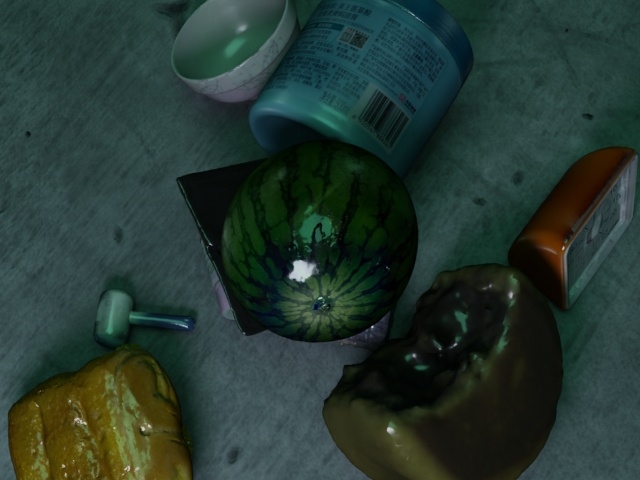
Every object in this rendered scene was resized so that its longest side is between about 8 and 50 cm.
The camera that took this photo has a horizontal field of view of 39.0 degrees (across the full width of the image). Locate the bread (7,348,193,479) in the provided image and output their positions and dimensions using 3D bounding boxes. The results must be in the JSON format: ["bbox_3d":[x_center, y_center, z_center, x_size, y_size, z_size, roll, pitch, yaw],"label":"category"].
[{"bbox_3d":[-0.394,0.381,1.574,0.337,0.148,0.328,-25,68,22],"label":"bread"}]

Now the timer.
[{"bbox_3d":[0.489,-0.037,1.709,0.161,0.250,0.257,36,74,15],"label":"timer"}]

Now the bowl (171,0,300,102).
[{"bbox_3d":[-0.157,-0.401,1.899,0.287,0.144,0.287,-18,50,23],"label":"bowl"}]

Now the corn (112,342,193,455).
[{"bbox_3d":[-0.318,0.312,1.685,0.091,0.091,0.260,-27,69,-10],"label":"corn"}]

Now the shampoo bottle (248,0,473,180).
[{"bbox_3d":[0.077,-0.287,1.778,0.331,0.331,0.343,28,72,12],"label":"shampoo bottle"}]

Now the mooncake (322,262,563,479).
[{"bbox_3d":[0.207,0.239,1.562,0.394,0.246,0.393,1,84,-29],"label":"mooncake"}]

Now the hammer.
[{"bbox_3d":[-0.340,0.158,1.761,0.194,0.069,0.116,5,68,-1],"label":"hammer"}]

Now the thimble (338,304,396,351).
[{"bbox_3d":[0.092,0.132,1.710,0.097,0.150,0.150,12,69,8],"label":"thimble"}]

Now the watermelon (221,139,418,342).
[{"bbox_3d":[0.000,0.000,1.523,0.363,0.363,0.363,-1,69,2],"label":"watermelon"}]

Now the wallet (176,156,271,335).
[{"bbox_3d":[-0.109,0.001,1.700,0.247,0.041,0.323,-16,79,-39],"label":"wallet"}]

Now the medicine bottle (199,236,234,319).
[{"bbox_3d":[-0.152,0.056,1.757,0.135,0.135,0.168,-15,69,-4],"label":"medicine bottle"}]
